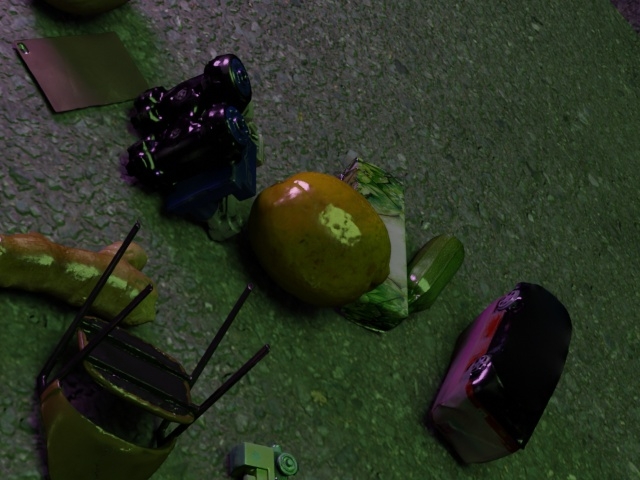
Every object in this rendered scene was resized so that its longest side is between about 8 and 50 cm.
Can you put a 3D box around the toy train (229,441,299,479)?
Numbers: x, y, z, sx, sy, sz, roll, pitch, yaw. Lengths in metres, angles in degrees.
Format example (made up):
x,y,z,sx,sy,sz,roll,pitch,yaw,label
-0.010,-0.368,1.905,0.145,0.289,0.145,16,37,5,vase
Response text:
x,y,z,sx,sy,sz,roll,pitch,yaw,label
-0.065,0.292,1.272,0.081,0.050,0.122,20,48,-29,toy train

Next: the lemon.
x,y,z,sx,sy,sz,roll,pitch,yaw,label
0.000,0.000,1.475,0.207,0.170,0.170,44,38,-5,lemon

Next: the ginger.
x,y,z,sx,sy,sz,roll,pitch,yaw,label
-0.307,0.035,1.209,0.299,0.065,0.118,11,40,-43,ginger

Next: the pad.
x,y,z,sx,sy,sz,roll,pitch,yaw,label
-0.314,-0.228,1.461,0.188,0.006,0.113,-22,77,-53,pad

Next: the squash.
x,y,z,sx,sy,sz,roll,pitch,yaw,label
0.169,0.049,1.690,0.068,0.077,0.219,44,39,2,squash

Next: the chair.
x,y,z,sx,sy,sz,roll,pitch,yaw,label
-0.193,0.141,1.164,0.159,0.247,0.172,31,18,-26,chair

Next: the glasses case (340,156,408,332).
x,y,z,sx,sy,sz,roll,pitch,yaw,label
0.076,0.004,1.639,0.095,0.062,0.272,23,45,-22,glasses case

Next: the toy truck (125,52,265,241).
x,y,z,sx,sy,sz,roll,pitch,yaw,label
-0.143,-0.125,1.459,0.177,0.161,0.213,46,33,-42,toy truck

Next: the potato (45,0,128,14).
x,y,z,sx,sy,sz,roll,pitch,yaw,label
-0.303,-0.382,1.496,0.157,0.157,0.194,61,25,10,potato

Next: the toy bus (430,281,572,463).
x,y,z,sx,sy,sz,roll,pitch,yaw,label
0.271,0.191,1.622,0.127,0.147,0.302,47,36,-8,toy bus
